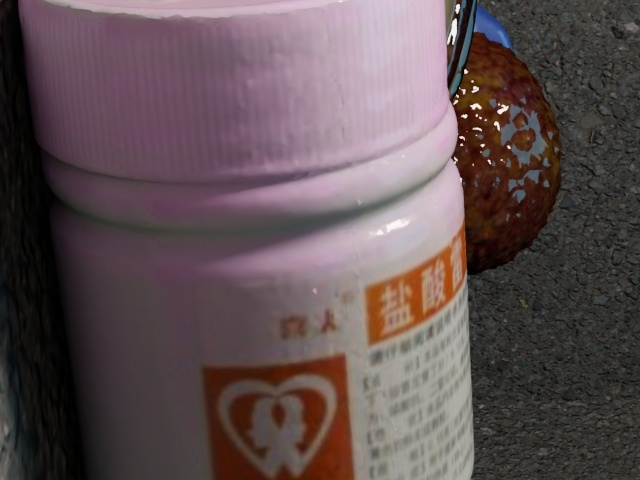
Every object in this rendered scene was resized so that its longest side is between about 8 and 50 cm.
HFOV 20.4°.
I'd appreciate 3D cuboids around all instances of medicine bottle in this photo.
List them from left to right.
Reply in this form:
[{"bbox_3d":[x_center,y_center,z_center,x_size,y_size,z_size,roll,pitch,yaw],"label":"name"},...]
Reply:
[{"bbox_3d":[-0.029,0.014,0.871,0.202,0.202,0.315,-75,162,-65],"label":"medicine bottle"}]

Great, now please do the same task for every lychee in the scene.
[{"bbox_3d":[0.132,-0.090,1.892,0.260,0.261,0.260,-2,90,-82],"label":"lychee"}]

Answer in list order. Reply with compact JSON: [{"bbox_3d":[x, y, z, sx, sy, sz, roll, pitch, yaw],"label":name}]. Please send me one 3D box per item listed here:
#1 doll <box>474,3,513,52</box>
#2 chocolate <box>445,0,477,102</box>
[{"bbox_3d":[0.126,-0.285,2.143,0.376,0.187,0.365,31,42,-48],"label":"doll"},{"bbox_3d":[0.040,-0.214,1.498,0.283,0.186,0.283,-2,90,-83],"label":"chocolate"}]
